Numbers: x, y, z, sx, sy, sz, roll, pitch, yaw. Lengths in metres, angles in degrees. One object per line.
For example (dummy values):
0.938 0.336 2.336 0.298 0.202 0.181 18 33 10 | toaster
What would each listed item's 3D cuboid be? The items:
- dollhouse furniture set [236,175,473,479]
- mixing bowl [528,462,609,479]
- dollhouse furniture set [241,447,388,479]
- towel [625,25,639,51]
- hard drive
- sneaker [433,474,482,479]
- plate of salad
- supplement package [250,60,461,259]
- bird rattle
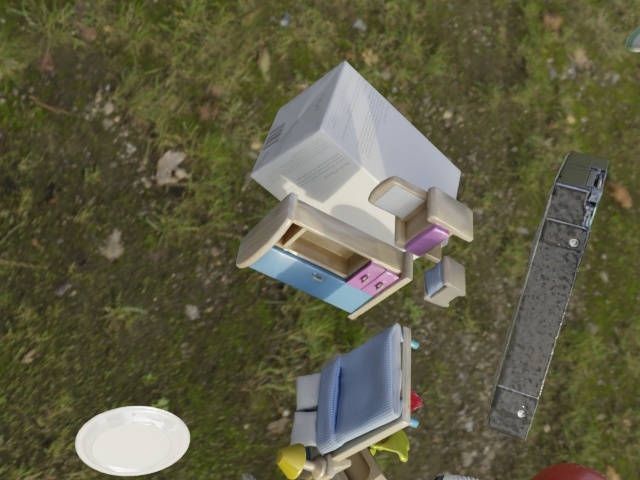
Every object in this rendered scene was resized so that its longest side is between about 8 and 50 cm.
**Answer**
0.020 0.106 0.954 0.198 0.286 0.304 25 50 -23 | dollhouse furniture set
0.375 0.394 1.158 0.181 0.181 0.098 43 56 -8 | mixing bowl
-0.014 0.302 1.027 0.151 0.144 0.123 -37 121 -1 | dollhouse furniture set
0.354 -0.194 0.687 0.113 0.152 0.023 -42 116 2 | towel
0.304 0.064 1.052 0.064 0.339 0.237 17 22 16 | hard drive
0.203 0.429 1.055 0.235 0.094 0.153 65 33 -40 | sneaker
-0.335 0.355 1.413 0.199 0.200 0.048 17 34 -25 | plate of salad
0.065 -0.108 1.297 0.293 0.175 0.178 40 46 -23 | supplement package
0.067 0.287 1.368 0.143 0.254 0.207 -25 43 -18 | bird rattle
